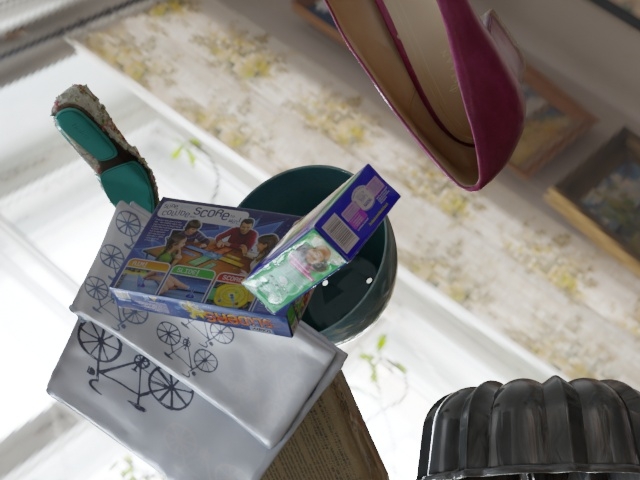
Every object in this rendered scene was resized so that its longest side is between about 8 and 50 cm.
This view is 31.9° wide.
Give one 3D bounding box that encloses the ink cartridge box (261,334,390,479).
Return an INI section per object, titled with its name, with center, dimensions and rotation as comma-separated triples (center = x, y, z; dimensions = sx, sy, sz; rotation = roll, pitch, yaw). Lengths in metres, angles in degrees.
[ink cartridge box]
center = -0.039, 0.268, 1.496
dimensions = 0.193, 0.235, 0.088
rotation = -19, 14, 16

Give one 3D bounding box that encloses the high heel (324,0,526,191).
[high heel]
center = 0.022, -0.135, 0.597
dimensions = 0.082, 0.244, 0.117
rotation = -26, 26, 34

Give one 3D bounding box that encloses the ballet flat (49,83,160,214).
[ballet flat]
center = -0.296, -0.129, 1.600
dimensions = 0.077, 0.091, 0.241
rotation = -87, -24, -47

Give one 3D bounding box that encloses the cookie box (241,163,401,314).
[cookie box]
center = 0.000, 0.000, 0.869
dimensions = 0.107, 0.040, 0.092
rotation = -38, 8, 46

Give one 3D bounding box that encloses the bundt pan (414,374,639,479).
[bundt pan]
center = 0.277, 0.248, 1.409
dimensions = 0.331, 0.330, 0.124
rotation = 64, -157, -70

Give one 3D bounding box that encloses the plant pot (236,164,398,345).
[plant pot]
center = 0.005, 0.053, 1.771
dimensions = 0.290, 0.290, 0.195
rotation = -51, -35, -4

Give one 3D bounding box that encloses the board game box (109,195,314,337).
[board game box]
center = -0.100, 0.024, 1.167
dimensions = 0.035, 0.201, 0.136
rotation = 76, -149, -46

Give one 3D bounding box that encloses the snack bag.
[snack bag]
center = -0.175, 0.162, 1.371
dimensions = 0.343, 0.323, 0.037
rotation = -58, -6, 31
